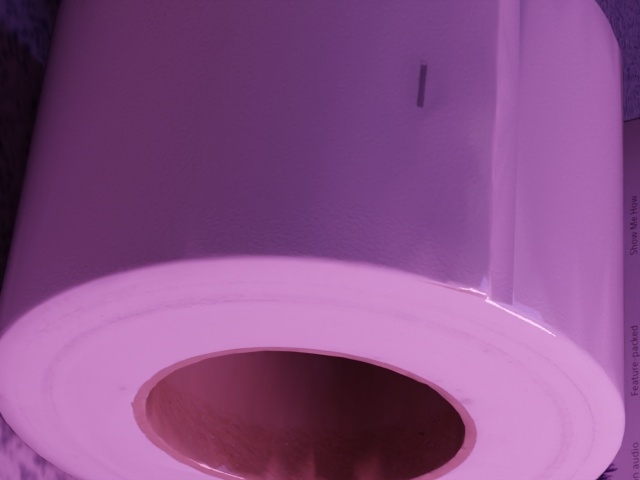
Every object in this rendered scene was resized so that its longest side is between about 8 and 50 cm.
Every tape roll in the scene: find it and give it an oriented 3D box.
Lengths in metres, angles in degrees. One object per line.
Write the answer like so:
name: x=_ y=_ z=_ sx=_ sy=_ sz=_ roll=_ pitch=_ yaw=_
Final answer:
tape roll: x=0.000 y=0.000 z=0.755 sx=0.246 sy=0.246 sz=0.169 roll=56 pitch=34 yaw=-53

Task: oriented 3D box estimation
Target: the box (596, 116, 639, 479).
box: x=0.088 y=0.067 z=0.859 sx=0.058 sy=0.322 sz=0.232 roll=44 pitch=42 yaw=-45
